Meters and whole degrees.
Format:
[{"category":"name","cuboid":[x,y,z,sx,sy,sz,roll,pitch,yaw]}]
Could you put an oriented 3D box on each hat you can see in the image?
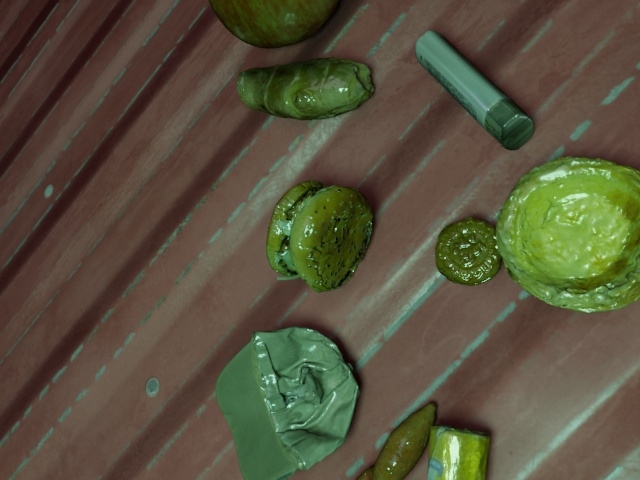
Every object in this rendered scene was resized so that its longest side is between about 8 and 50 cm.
[{"category":"hat","cuboid":[-0.055,0.258,0.913,0.244,0.149,0.214,-51,56,52]}]

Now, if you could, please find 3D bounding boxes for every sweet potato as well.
[{"category":"sweet potato","cuboid":[0.099,0.311,0.801,0.055,0.058,0.202,40,94,37]}]

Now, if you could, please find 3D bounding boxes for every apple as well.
[{"category":"apple","cuboid":[-0.094,-0.527,1.085,0.278,0.250,0.309,-27,59,23]}]

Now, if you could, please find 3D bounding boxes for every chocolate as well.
[{"category":"chocolate","cuboid":[0.171,0.350,0.734,0.086,0.086,0.219,-1,76,32]}]

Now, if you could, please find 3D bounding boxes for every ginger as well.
[{"category":"ginger","cuboid":[-0.032,-0.275,1.047,0.263,0.109,0.116,10,82,35]}]

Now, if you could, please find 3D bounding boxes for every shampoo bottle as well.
[{"category":"shampoo bottle","cuboid":[0.231,-0.233,0.883,0.056,0.086,0.227,-42,56,15]}]

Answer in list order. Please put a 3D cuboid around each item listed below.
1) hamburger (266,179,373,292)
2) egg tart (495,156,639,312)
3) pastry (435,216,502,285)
[{"category":"hamburger","cuboid":[0.000,0.000,0.905,0.114,0.177,0.185,24,60,28]},{"category":"egg tart","cuboid":[0.336,-0.005,0.740,0.213,0.090,0.212,-12,66,28]},{"category":"pastry","cuboid":[0.214,0.018,0.831,0.097,0.057,0.109,-48,58,3]}]
